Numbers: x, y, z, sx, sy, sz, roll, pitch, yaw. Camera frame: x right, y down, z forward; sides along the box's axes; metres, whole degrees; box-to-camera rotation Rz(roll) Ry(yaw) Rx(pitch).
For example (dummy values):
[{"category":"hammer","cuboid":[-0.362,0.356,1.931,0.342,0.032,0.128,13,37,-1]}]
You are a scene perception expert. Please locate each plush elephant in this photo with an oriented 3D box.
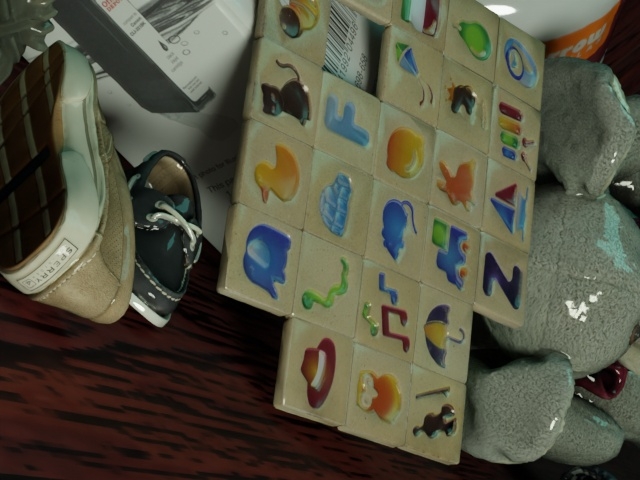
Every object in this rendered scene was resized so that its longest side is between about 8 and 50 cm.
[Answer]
[{"category":"plush elephant","cuboid":[0.181,0.028,1.064,0.330,0.272,0.255,14,5,-9]}]

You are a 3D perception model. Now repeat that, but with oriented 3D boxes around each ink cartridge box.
[{"category":"ink cartridge box","cuboid":[-0.062,-0.147,0.812,0.273,0.114,0.197,47,36,-29]}]

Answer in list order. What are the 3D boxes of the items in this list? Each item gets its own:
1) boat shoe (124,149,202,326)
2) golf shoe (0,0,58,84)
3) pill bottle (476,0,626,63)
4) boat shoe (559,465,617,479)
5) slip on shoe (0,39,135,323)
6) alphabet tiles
[{"category":"boat shoe","cuboid":[-0.067,-0.004,0.662,0.046,0.038,0.125,48,9,-16]},{"category":"golf shoe","cuboid":[-0.174,-0.127,0.421,0.273,0.105,0.120,41,7,-48]},{"category":"pill bottle","cuboid":[0.107,-0.184,1.180,0.224,0.224,0.392,54,-21,22]},{"category":"boat shoe","cuboid":[0.227,0.231,1.144,0.083,0.065,0.183,39,8,-31]},{"category":"slip on shoe","cuboid":[-0.089,-0.022,0.574,0.041,0.051,0.135,39,16,-32]},{"category":"alphabet tiles","cuboid":[0.036,-0.023,0.766,0.198,0.009,0.237,24,66,-41]}]
